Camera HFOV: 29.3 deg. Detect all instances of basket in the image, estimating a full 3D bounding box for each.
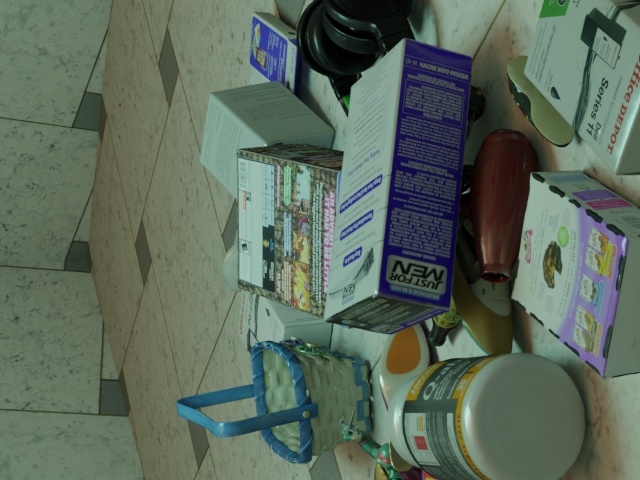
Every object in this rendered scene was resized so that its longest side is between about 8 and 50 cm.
[{"bbox_3d":[-0.079,0.273,2.078,0.255,0.289,0.201,8,110,64],"label":"basket"}]

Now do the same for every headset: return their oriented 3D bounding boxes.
[{"bbox_3d":[0.073,-0.339,1.834,0.394,0.185,0.243,68,161,4],"label":"headset"}]

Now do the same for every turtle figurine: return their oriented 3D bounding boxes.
[{"bbox_3d":[0.093,0.375,1.899,0.175,0.118,0.234,-91,-5,-46],"label":"turtle figurine"}]

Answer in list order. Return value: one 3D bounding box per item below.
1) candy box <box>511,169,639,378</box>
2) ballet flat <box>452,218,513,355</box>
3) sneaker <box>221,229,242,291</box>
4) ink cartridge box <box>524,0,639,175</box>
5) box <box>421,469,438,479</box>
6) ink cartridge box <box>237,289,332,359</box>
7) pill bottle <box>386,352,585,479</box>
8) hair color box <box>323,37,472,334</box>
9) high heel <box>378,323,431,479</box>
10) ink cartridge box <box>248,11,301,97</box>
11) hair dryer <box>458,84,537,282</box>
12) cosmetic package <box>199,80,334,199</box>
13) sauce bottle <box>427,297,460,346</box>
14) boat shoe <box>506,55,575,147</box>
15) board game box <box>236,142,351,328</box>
[{"bbox_3d":[0.298,0.031,1.353,0.196,0.070,0.165,-132,42,-57],"label":"candy box"},{"bbox_3d":[0.203,0.046,1.602,0.073,0.080,0.232,-52,45,33],"label":"ballet flat"},{"bbox_3d":[-0.143,0.045,2.517,0.094,0.080,0.212,54,143,34],"label":"sneaker"},{"bbox_3d":[0.307,-0.184,1.257,0.208,0.087,0.153,-120,32,-47],"label":"ink cartridge box"},{"bbox_3d":[0.228,0.407,1.633,0.293,0.057,0.201,168,97,-69],"label":"box"},{"bbox_3d":[-0.072,0.166,2.307,0.237,0.100,0.172,-126,38,-54],"label":"ink cartridge box"},{"bbox_3d":[0.195,0.226,1.535,0.278,0.162,0.162,159,105,-68],"label":"pill bottle"},{"bbox_3d":[0.099,-0.064,1.572,0.185,0.110,0.339,146,135,-66],"label":"hair color box"},{"bbox_3d":[0.144,0.242,1.839,0.117,0.082,0.244,44,-141,-59],"label":"high heel"},{"bbox_3d":[-0.077,-0.300,2.293,0.208,0.045,0.206,-132,41,-52],"label":"ink cartridge box"},{"bbox_3d":[0.200,-0.046,1.553,0.293,0.080,0.223,-105,32,-58],"label":"hair dryer"},{"bbox_3d":[-0.097,-0.167,2.168,0.184,0.151,0.151,45,136,35],"label":"cosmetic package"},{"bbox_3d":[0.180,0.100,1.718,0.128,0.042,0.042,104,153,-43],"label":"sauce bottle"},{"bbox_3d":[0.263,-0.159,1.447,0.133,0.049,0.042,63,179,31],"label":"boat shoe"},{"bbox_3d":[0.007,-0.017,1.901,0.291,0.141,0.232,17,111,50],"label":"board game box"}]
